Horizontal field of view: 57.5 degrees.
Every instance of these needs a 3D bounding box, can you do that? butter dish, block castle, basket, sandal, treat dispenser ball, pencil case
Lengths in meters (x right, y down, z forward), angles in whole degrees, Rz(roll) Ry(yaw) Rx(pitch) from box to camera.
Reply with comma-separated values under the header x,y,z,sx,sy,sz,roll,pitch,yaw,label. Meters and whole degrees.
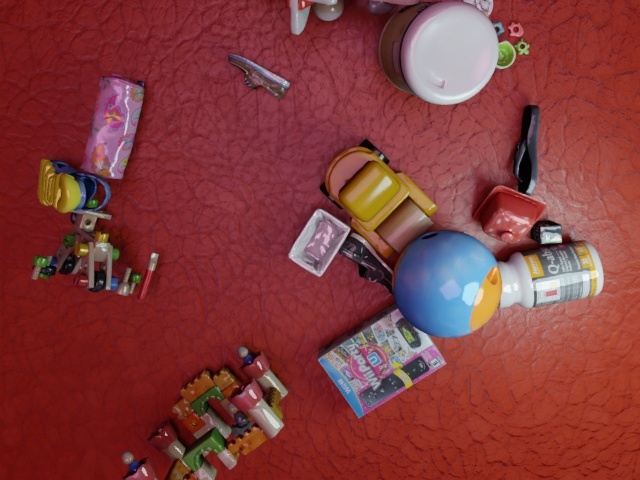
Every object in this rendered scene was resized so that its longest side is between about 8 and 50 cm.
x,y,z,sx,sy,sz,roll,pitch,yaw,label
0.515,-0.048,1.600,0.160,0.118,0.160,22,141,-2,butter dish
-0.322,0.517,1.655,0.453,0.303,0.213,-38,97,6,block castle
0.000,0.000,1.649,0.113,0.103,0.167,33,100,1,basket
-0.671,-0.142,1.574,0.138,0.317,0.126,-1,110,-41,sandal
0.335,0.116,1.556,0.288,0.288,0.288,0,100,1,treat dispenser ball
0.559,-0.243,1.607,0.054,0.097,0.254,2,90,-1,sandal
-0.572,-0.313,1.605,0.124,0.124,0.284,15,100,-2,pencil case

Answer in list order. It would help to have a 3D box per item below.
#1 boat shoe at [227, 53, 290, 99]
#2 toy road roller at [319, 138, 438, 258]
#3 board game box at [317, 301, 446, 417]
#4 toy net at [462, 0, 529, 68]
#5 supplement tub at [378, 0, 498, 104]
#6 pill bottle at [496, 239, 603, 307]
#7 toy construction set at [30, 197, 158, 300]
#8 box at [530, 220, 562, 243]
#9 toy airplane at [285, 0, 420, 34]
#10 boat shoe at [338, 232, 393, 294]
x,y,z,sx,sy,sz,roll,pitch,yaw,label
-0.177,-0.447,1.593,0.183,0.066,0.066,27,101,-4,boat shoe
0.155,-0.105,1.560,0.329,0.240,0.202,44,99,-6,toy road roller
0.178,0.343,1.717,0.303,0.097,0.224,-34,97,7,board game box
0.470,-0.583,1.565,0.122,0.045,0.232,-31,98,7,toy net
0.272,-0.468,1.436,0.228,0.316,0.228,-3,112,-8,supplement tub
0.621,0.100,1.629,0.278,0.162,0.162,-11,100,3,pill bottle
-0.609,0.016,1.630,0.309,0.257,0.237,19,88,-23,toy construction set
0.636,-0.024,1.645,0.062,0.083,0.052,-4,100,2,box
0.008,-0.645,1.447,0.384,0.272,0.386,-24,64,-7,toy airplane
0.143,0.082,1.656,0.233,0.084,0.079,46,73,-23,boat shoe
